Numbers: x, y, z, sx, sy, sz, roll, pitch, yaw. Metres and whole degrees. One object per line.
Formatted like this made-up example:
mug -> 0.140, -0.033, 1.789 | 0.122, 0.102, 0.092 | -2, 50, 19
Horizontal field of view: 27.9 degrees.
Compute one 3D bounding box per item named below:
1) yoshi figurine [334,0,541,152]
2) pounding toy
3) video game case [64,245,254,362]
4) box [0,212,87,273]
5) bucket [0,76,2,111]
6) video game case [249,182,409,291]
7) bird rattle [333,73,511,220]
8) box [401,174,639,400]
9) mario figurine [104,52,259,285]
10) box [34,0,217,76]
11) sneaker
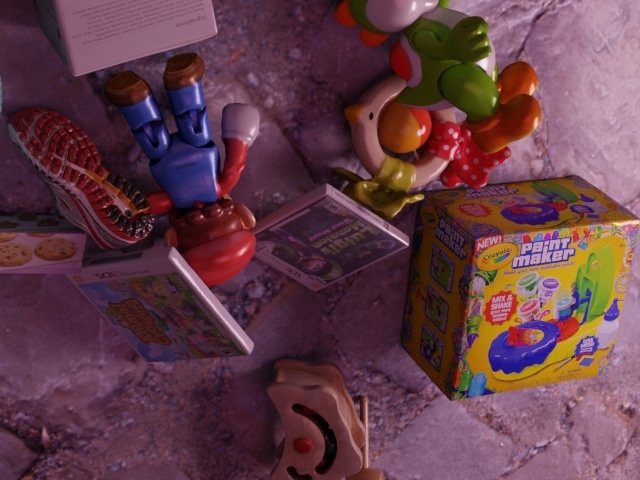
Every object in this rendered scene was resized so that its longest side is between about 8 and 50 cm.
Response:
yoshi figurine -> 0.175, -0.306, 1.712 | 0.362, 0.203, 0.203 | 44, 68, -22
pounding toy -> -0.009, 0.293, 2.031 | 0.154, 0.155, 0.269 | -14, 116, 15
video game case -> -0.222, 0.093, 1.766 | 0.212, 0.193, 0.023 | 54, 43, -36
box -> -0.466, 0.002, 1.653 | 0.324, 0.063, 0.067 | 2, 115, -27
bucket -> -0.499, -0.130, 1.447 | 0.183, 0.281, 0.281 | 22, 106, -37
video game case -> 0.000, 0.000, 1.837 | 0.190, 0.022, 0.173 | -28, 135, 36
bird rattle -> 0.139, -0.140, 1.834 | 0.254, 0.143, 0.207 | -28, 109, -13
box -> 0.303, 0.068, 1.991 | 0.290, 0.177, 0.279 | -7, 118, -22
mario figurine -> -0.184, -0.088, 1.729 | 0.170, 0.198, 0.320 | -50, 132, -51
box -> -0.241, -0.298, 1.523 | 0.182, 0.181, 0.119 | -19, 123, -15
sneaker -> -0.321, -0.072, 1.648 | 0.225, 0.088, 0.093 | 49, 134, -11
